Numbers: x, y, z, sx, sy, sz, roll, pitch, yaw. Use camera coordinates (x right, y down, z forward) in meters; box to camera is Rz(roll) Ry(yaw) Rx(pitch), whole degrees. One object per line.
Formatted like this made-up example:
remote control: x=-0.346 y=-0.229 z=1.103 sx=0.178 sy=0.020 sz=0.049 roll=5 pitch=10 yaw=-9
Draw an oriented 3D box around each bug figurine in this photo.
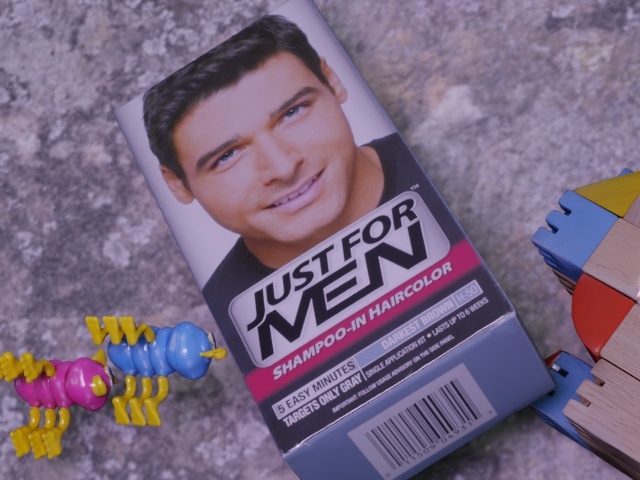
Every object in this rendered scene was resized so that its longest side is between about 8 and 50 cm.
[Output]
bug figurine: x=-0.139 y=0.165 z=1.306 sx=0.216 sy=0.072 sz=0.279 roll=2 pitch=115 yaw=30

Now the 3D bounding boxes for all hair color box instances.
hair color box: x=0.000 y=0.000 z=1.294 sx=0.185 sy=0.113 sz=0.374 roll=-32 pitch=49 yaw=2

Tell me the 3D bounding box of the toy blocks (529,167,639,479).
toy blocks: x=0.277 y=0.031 z=1.252 sx=0.261 sy=0.191 sz=0.381 roll=32 pitch=82 yaw=33
